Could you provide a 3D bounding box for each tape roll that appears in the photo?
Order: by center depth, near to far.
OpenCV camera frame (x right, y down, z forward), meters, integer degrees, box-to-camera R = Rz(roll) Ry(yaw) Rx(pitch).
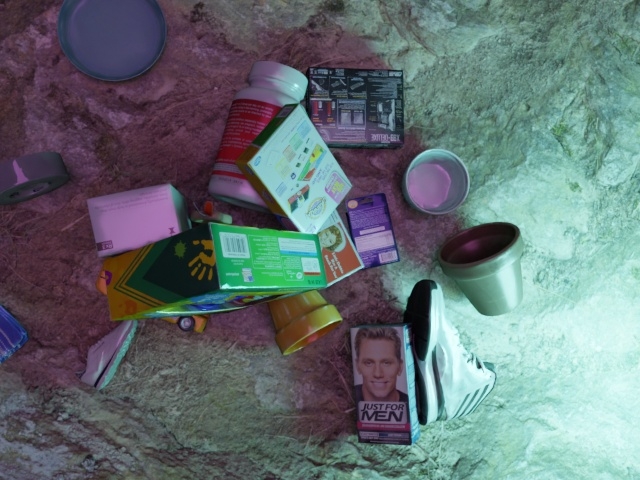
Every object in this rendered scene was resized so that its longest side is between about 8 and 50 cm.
[{"bbox_3d":[-0.822,-0.172,1.722,0.219,0.219,0.072,-24,91,-8],"label":"tape roll"}]

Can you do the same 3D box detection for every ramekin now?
[{"bbox_3d":[0.353,-0.179,1.943,0.207,0.109,0.207,0,88,-8],"label":"ramekin"}]

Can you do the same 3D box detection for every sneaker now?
[{"bbox_3d":[-0.619,0.315,1.796,0.094,0.090,0.235,29,82,4],"label":"sneaker"},{"bbox_3d":[0.406,0.335,1.918,0.257,0.169,0.448,-3,95,-17],"label":"sneaker"}]

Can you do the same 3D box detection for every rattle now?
[{"bbox_3d":[-0.329,-0.030,1.792,0.130,0.199,0.143,22,84,-8],"label":"rattle"}]

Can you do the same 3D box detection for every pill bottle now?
[{"bbox_3d":[-0.171,-0.300,1.815,0.228,0.229,0.408,15,85,-7],"label":"pill bottle"}]

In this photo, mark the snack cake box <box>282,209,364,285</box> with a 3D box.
[{"bbox_3d":[0.000,0.000,1.877,0.152,0.089,0.265,-27,91,-26],"label":"snack cake box"}]

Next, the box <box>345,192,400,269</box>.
[{"bbox_3d":[0.161,-0.030,1.944,0.136,0.036,0.226,-12,90,-9],"label":"box"}]

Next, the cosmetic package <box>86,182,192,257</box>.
[{"bbox_3d":[-0.472,-0.044,1.680,0.217,0.385,0.156,-12,89,-9],"label":"cosmetic package"}]

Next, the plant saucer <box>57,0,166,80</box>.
[{"bbox_3d":[-0.625,-0.633,1.863,0.317,0.043,0.318,1,86,-8],"label":"plant saucer"}]

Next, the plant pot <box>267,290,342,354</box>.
[{"bbox_3d":[-0.068,0.208,1.832,0.205,0.205,0.188,-29,75,-8],"label":"plant pot"}]

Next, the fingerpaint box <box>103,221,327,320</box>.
[{"bbox_3d":[-0.259,0.092,1.604,0.370,0.444,0.163,-17,78,30],"label":"fingerpaint box"}]

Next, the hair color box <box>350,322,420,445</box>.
[{"bbox_3d":[0.194,0.427,1.857,0.173,0.105,0.348,-5,87,22],"label":"hair color box"}]

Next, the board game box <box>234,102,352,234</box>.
[{"bbox_3d":[-0.065,-0.183,1.729,0.242,0.064,0.317,-52,127,-24],"label":"board game box"}]

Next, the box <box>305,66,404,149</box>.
[{"bbox_3d":[0.109,-0.413,1.937,0.307,0.076,0.243,-1,87,-8],"label":"box"}]

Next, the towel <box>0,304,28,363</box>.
[{"bbox_3d":[-1.038,0.302,1.758,0.336,0.040,0.243,-43,92,-8],"label":"towel"}]

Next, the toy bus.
[{"bbox_3d":[-0.481,0.162,1.810,0.332,0.108,0.130,22,83,-6],"label":"toy bus"}]

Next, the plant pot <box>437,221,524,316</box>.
[{"bbox_3d":[0.520,0.101,1.899,0.263,0.263,0.229,-29,108,-8],"label":"plant pot"}]
